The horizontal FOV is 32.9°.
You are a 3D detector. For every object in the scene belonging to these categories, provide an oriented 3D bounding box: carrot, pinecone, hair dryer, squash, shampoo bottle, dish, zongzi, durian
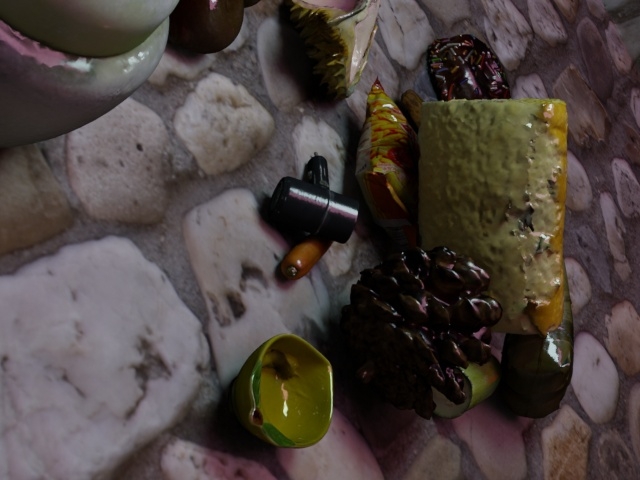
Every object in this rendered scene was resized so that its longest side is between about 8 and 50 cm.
[{"bbox_3d":[0.000,0.000,1.652,0.043,0.043,0.248,59,31,-8],"label":"carrot"},{"bbox_3d":[0.145,0.119,1.590,0.243,0.244,0.257,41,57,-31],"label":"pinecone"},{"bbox_3d":[-0.011,-0.085,1.664,0.124,0.071,0.219,21,30,-12],"label":"hair dryer"},{"bbox_3d":[0.251,0.231,1.803,0.188,0.095,0.095,-9,76,-56],"label":"squash"},{"bbox_3d":[-0.321,-0.265,1.147,0.323,0.317,0.322,24,49,-31],"label":"shampoo bottle"},{"bbox_3d":[-0.061,0.203,1.397,0.208,0.080,0.148,-20,89,-58],"label":"dish"},{"bbox_3d":[0.388,0.158,1.919,0.250,0.125,0.274,84,15,-58],"label":"zongzi"},{"bbox_3d":[0.039,-0.346,1.851,0.305,0.186,0.195,-76,157,-53],"label":"durian"}]

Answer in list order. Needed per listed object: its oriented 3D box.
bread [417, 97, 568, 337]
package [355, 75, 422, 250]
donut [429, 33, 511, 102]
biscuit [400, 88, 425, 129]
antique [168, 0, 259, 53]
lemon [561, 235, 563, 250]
[{"bbox_3d":[0.280,-0.040,1.730,0.165,0.237,0.375,-18,112,-56],"label":"bread"},{"bbox_3d":[0.126,-0.117,1.841,0.288,0.109,0.223,-86,152,-48],"label":"package"},{"bbox_3d":[0.321,-0.332,2.279,0.235,0.089,0.235,32,47,-41],"label":"donut"},{"bbox_3d":[0.220,-0.181,1.979,0.208,0.041,0.290,48,13,-39],"label":"biscuit"},{"bbox_3d":[-0.154,-0.378,1.622,0.143,0.121,0.257,58,33,-23],"label":"antique"},{"bbox_3d":[0.352,0.006,1.992,0.188,0.188,0.256,-58,150,-52],"label":"lemon"}]
